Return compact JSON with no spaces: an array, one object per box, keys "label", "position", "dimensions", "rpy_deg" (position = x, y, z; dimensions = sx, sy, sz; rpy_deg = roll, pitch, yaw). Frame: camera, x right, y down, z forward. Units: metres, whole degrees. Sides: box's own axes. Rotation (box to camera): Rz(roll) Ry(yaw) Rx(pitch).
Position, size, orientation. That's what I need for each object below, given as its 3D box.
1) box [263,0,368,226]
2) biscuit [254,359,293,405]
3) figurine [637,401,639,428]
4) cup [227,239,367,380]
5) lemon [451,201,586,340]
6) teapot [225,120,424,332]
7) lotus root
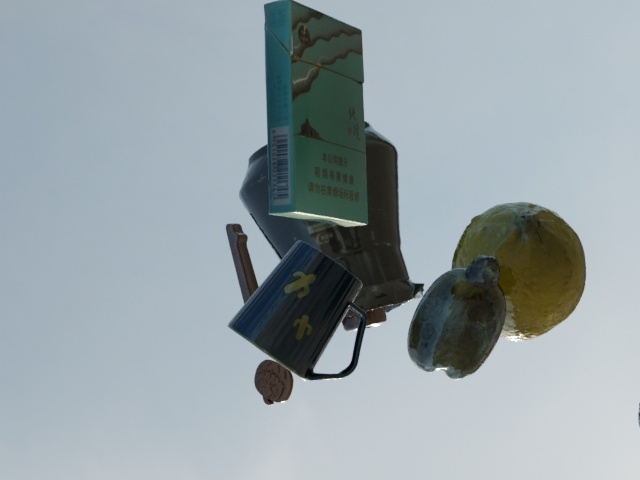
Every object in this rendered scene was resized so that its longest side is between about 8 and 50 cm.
[{"label":"box","position":[-0.003,-0.136,1.404],"dimensions":[0.162,0.041,0.229],"rpy_deg":[9,-102,-59]},{"label":"biscuit","position":[-0.085,0.253,2.253],"dimensions":[0.015,0.091,0.078],"rpy_deg":[12,-86,-47]},{"label":"figurine","position":[0.383,0.175,1.231],"dimensions":[0.087,0.149,0.086],"rpy_deg":[-71,-23,-46]},{"label":"cup","position":[-0.012,0.103,1.727],"dimensions":[0.155,0.176,0.131],"rpy_deg":[-56,2,-5]},{"label":"lemon","position":[0.284,0.043,1.825],"dimensions":[0.192,0.192,0.231],"rpy_deg":[-57,-15,-35]},{"label":"teapot","position":[0.000,0.000,2.351],"dimensions":[0.305,0.376,0.362],"rpy_deg":[3,-112,-61]},{"label":"lotus root","position":[0.181,0.098,1.641],"dimensions":[0.088,0.113,0.192],"rpy_deg":[-74,5,-58]}]
